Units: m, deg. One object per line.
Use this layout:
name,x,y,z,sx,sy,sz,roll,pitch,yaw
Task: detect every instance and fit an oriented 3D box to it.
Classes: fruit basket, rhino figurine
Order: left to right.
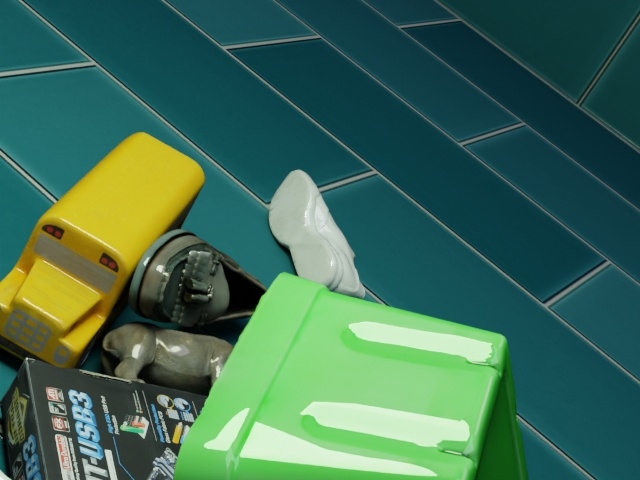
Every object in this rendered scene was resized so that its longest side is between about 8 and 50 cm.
rhino figurine,-0.115,0.136,1.357,0.243,0.073,0.106,12,35,-38
fruit basket,-0.046,0.238,0.924,0.392,0.392,0.283,31,34,-1

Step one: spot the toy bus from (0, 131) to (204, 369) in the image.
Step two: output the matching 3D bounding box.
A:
toy bus,-0.228,0.008,1.389,0.108,0.130,0.332,31,25,-1

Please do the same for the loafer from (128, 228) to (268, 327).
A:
loafer,-0.118,0.045,1.405,0.084,0.096,0.267,20,3,12

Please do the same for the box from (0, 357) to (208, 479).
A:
box,-0.114,0.248,1.158,0.293,0.073,0.295,14,32,-31

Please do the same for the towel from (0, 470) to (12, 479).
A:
towel,-0.195,0.279,0.719,0.248,0.038,0.325,-37,60,-22

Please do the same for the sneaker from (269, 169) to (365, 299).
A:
sneaker,0.000,0.000,1.741,0.094,0.080,0.212,26,31,-39
